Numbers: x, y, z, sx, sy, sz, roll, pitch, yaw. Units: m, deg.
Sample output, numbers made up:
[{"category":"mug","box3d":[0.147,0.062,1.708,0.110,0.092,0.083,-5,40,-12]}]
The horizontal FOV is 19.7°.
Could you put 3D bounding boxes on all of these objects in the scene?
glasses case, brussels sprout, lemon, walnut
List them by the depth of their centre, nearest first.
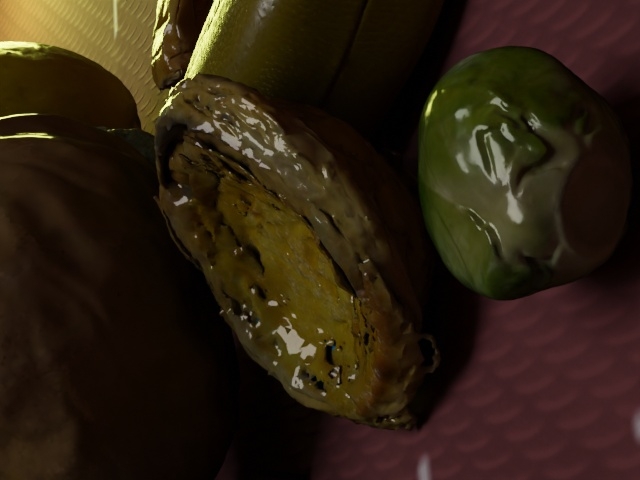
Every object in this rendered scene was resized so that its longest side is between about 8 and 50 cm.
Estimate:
[{"category":"brussels sprout","box3d":[0.116,-0.039,1.044,0.155,0.117,0.155,31,127,51]},{"category":"glasses case","box3d":[-0.021,-0.145,1.394,0.371,0.141,0.173,120,155,-47]},{"category":"walnut","box3d":[-0.235,0.082,1.496,0.383,0.384,0.383,-173,90,-70]},{"category":"lemon","box3d":[-0.332,-0.049,1.949,0.348,0.348,0.348,-173,90,-70]}]

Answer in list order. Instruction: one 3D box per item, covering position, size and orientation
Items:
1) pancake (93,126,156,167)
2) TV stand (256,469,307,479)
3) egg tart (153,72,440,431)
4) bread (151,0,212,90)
[{"category":"pancake","box3d":[-0.222,0.002,1.752,0.037,0.254,0.253,91,178,-68]},{"category":"TV stand","box3d":[-0.076,0.235,1.568,0.256,0.049,0.040,143,132,-64]},{"category":"egg tart","box3d":[0.000,0.000,1.294,0.291,0.107,0.291,40,152,27]},{"category":"bread","box3d":[-0.142,-0.219,1.890,0.074,0.053,0.132,152,125,-66]}]
